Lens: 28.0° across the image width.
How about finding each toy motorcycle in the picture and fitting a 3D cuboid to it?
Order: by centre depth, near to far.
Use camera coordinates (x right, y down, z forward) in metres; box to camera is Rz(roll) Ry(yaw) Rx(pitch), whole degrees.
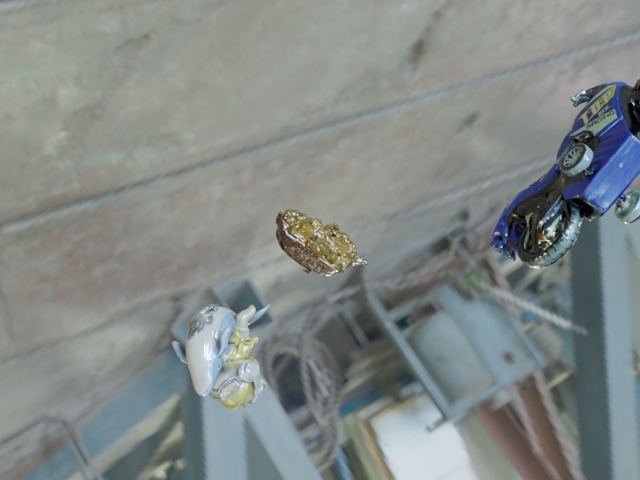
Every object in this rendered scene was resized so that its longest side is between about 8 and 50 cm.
[{"bbox_3d":[0.329,-0.098,1.575,0.315,0.113,0.169,-51,-157,6],"label":"toy motorcycle"}]

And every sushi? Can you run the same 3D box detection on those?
[{"bbox_3d":[-0.001,0.003,1.468,0.118,0.062,0.060,17,149,-23],"label":"sushi"}]

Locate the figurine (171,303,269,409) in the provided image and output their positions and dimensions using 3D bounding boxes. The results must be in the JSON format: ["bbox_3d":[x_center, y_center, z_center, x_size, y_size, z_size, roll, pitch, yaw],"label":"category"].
[{"bbox_3d":[-0.156,0.187,2.166,0.128,0.184,0.208,-16,-155,37],"label":"figurine"}]
